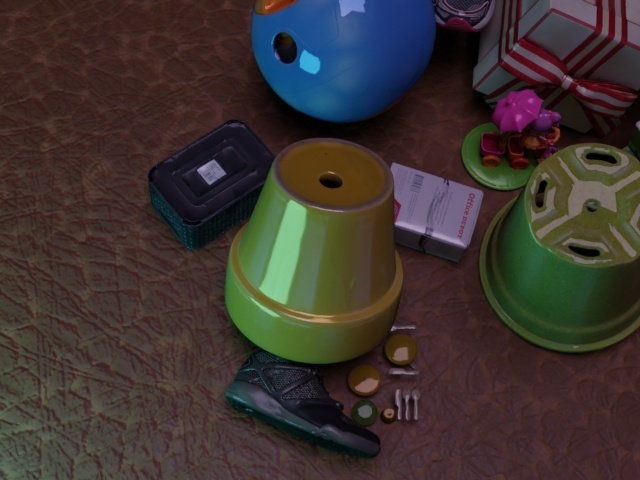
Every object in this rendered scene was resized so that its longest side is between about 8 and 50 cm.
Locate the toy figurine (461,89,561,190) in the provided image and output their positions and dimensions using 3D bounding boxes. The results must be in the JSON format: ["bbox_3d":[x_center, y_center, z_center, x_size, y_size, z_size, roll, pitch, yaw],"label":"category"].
[{"bbox_3d":[0.324,-0.170,1.585,0.173,0.159,0.130,6,63,-3],"label":"toy figurine"}]

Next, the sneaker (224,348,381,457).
[{"bbox_3d":[-0.006,0.214,1.404,0.227,0.087,0.130,24,70,13],"label":"sneaker"}]

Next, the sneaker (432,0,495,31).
[{"bbox_3d":[0.240,-0.466,1.624,0.121,0.112,0.299,13,65,0],"label":"sneaker"}]

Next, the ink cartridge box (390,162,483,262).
[{"bbox_3d":[0.165,-0.042,1.560,0.150,0.063,0.109,18,63,3],"label":"ink cartridge box"}]

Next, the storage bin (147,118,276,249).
[{"bbox_3d":[-0.162,-0.087,1.541,0.180,0.084,0.122,-34,72,-20],"label":"storage bin"}]

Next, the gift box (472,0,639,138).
[{"bbox_3d":[0.402,-0.323,1.626,0.255,0.276,0.258,16,59,-12],"label":"gift box"}]

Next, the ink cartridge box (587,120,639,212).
[{"bbox_3d":[0.542,-0.096,1.569,0.255,0.097,0.189,-32,72,-2],"label":"ink cartridge box"}]

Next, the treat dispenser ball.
[{"bbox_3d":[0.036,-0.327,1.564,0.288,0.288,0.288,2,63,-4],"label":"treat dispenser ball"}]

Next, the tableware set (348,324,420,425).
[{"bbox_3d":[0.091,0.194,1.461,0.104,0.024,0.154,1,65,-1],"label":"tableware set"}]

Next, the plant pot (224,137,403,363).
[{"bbox_3d":[0.000,0.000,1.385,0.254,0.239,0.254,5,41,-5],"label":"plant pot"}]

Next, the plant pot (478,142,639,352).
[{"bbox_3d":[0.370,-0.006,1.428,0.276,0.254,0.276,-2,68,5],"label":"plant pot"}]
